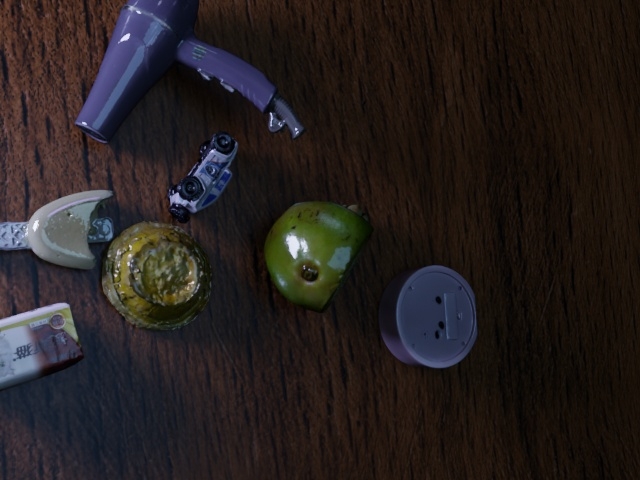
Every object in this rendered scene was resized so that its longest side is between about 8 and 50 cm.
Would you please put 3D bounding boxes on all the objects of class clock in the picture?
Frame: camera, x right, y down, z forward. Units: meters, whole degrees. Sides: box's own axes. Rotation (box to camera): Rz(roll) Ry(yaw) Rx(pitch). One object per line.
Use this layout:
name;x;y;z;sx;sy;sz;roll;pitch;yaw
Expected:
clock;0.212;0.149;1.444;0.197;0.068;0.196;4;81;-28

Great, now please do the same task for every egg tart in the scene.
egg tart;-0.258;0.056;1.209;0.191;0.074;0.191;5;80;-30

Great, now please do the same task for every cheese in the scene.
cheese;-0.431;-0.013;1.138;0.235;0.050;0.127;-3;85;-29

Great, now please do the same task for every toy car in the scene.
toy car;-0.198;-0.104;1.257;0.070;0.080;0.170;38;67;-18

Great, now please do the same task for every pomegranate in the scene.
pomegranate;0.000;-0.003;1.294;0.159;0.190;0.241;34;68;7

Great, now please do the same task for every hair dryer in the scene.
hair dryer;-0.192;-0.247;1.215;0.361;0.121;0.301;26;78;1

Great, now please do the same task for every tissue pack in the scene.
tissue pack;-0.436;0.158;1.079;0.149;0.106;0.099;-17;90;-29
